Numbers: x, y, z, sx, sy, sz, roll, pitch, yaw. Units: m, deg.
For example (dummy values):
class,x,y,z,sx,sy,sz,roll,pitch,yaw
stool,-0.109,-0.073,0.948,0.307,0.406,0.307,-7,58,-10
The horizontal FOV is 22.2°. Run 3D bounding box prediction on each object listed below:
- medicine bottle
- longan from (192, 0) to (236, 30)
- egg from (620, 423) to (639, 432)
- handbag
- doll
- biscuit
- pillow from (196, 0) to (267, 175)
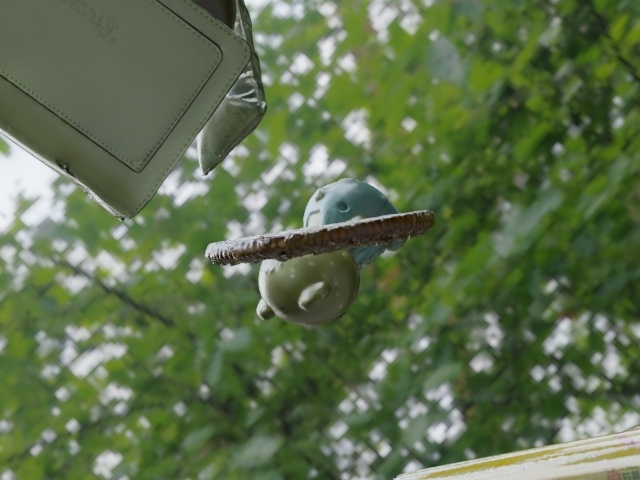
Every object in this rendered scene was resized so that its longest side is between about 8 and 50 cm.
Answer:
class,x,y,z,sx,sy,sz,roll,pitch,yaw
medicine bottle,0.239,0.261,1.716,0.426,0.108,0.108,-19,4,46
longan,-0.200,-0.319,2.155,0.167,0.187,0.167,-36,-12,-8
egg,0.493,0.401,2.320,0.351,0.282,0.282,-32,-26,-45
handbag,-0.286,-0.214,1.750,0.237,0.358,0.160,-55,15,-7
doll,0.009,0.028,2.663,0.177,0.161,0.261,-13,34,52
biscuit,0.000,0.000,2.118,0.305,0.038,0.305,-9,1,0
pillow,-0.148,-0.264,2.363,0.075,0.302,0.185,8,-34,-31
